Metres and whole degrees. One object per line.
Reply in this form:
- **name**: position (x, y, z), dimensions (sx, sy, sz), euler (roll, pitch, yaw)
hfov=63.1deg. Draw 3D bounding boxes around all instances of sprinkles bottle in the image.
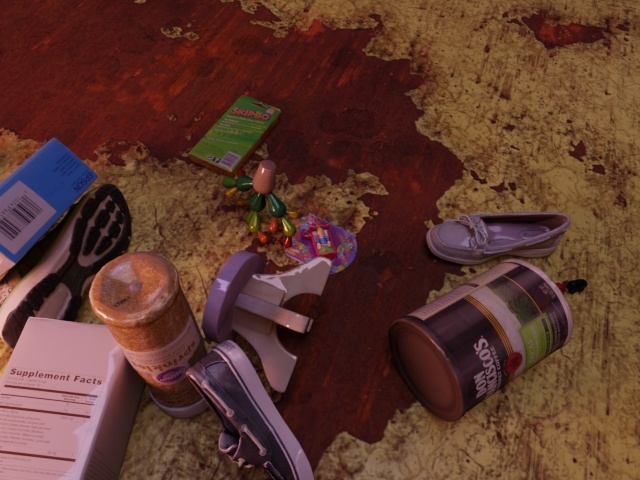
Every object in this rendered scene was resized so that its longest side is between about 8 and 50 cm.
- **sprinkles bottle**: position (-0.250, 0.166, 0.834), dimensions (0.121, 0.355, 0.121), euler (0, 52, 1)

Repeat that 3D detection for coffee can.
- **coffee can**: position (0.297, 0.179, 0.980), dimensions (0.275, 0.201, 0.201), euler (-25, 61, -22)

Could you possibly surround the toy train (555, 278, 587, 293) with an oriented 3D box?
- **toy train**: position (0.521, 0.110, 1.152), dimensions (0.158, 0.036, 0.027), euler (-11, 57, -13)

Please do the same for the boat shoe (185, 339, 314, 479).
- **boat shoe**: position (-0.113, 0.311, 0.833), dimensions (0.102, 0.108, 0.301), euler (-34, 105, -32)

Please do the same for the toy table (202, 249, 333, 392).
- **toy table**: position (-0.093, 0.129, 0.944), dimensions (0.161, 0.274, 0.252), euler (20, 94, 5)

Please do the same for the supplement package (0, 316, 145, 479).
- **supplement package**: position (-0.413, 0.299, 0.837), dimensions (0.175, 0.177, 0.292), euler (7, 54, 0)

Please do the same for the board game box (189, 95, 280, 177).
- **board game box**: position (-0.214, -0.276, 1.350), dimensions (0.124, 0.039, 0.259), euler (24, 59, 10)

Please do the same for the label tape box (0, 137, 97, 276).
- **label tape box**: position (-0.615, -0.019, 1.004), dimensions (0.115, 0.348, 0.249), euler (44, 41, -23)

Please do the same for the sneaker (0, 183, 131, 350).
- **sneaker**: position (-0.542, 0.030, 1.049), dimensions (0.182, 0.158, 0.410), euler (5, 48, 19)

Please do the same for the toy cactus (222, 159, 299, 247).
- **toy cactus**: position (-0.123, -0.099, 1.151), dimensions (0.112, 0.180, 0.219), euler (-25, 62, -37)

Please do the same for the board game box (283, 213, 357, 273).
- **board game box**: position (0.000, 0.000, 1.179), dimensions (0.169, 0.033, 0.133), euler (27, 56, 13)

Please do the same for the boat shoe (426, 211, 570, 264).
- **boat shoe**: position (0.402, -0.018, 1.189), dimensions (0.321, 0.103, 0.118), euler (0, 55, -6)
